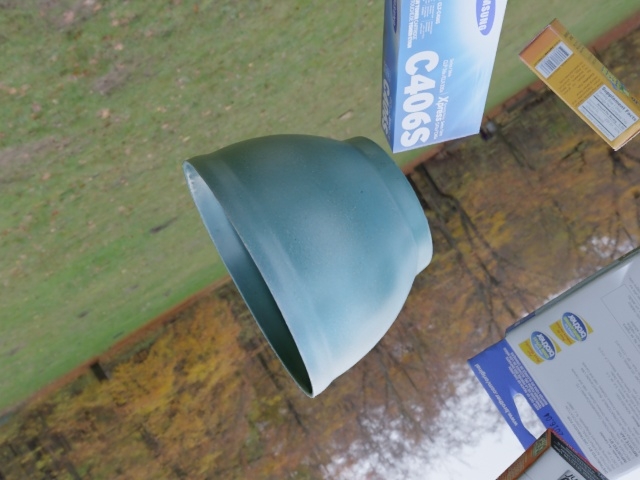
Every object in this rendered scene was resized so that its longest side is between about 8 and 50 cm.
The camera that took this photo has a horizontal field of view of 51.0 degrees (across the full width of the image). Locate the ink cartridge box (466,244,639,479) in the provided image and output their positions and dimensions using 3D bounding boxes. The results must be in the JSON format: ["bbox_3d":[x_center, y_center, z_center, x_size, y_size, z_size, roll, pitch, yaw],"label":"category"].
[{"bbox_3d":[0.332,0.117,0.696,0.311,0.186,0.065,-35,172,12],"label":"ink cartridge box"}]

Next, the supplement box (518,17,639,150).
[{"bbox_3d":[0.449,-0.266,1.137,0.080,0.233,0.078,-44,180,37],"label":"supplement box"}]

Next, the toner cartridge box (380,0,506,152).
[{"bbox_3d":[0.185,-0.291,1.055,0.165,0.075,0.348,-15,148,-5],"label":"toner cartridge box"}]

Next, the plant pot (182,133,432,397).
[{"bbox_3d":[0.000,0.000,0.760,0.196,0.293,0.293,-28,178,-13],"label":"plant pot"}]

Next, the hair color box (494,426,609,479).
[{"bbox_3d":[0.157,0.223,0.520,0.141,0.072,0.043,-51,169,17],"label":"hair color box"}]
